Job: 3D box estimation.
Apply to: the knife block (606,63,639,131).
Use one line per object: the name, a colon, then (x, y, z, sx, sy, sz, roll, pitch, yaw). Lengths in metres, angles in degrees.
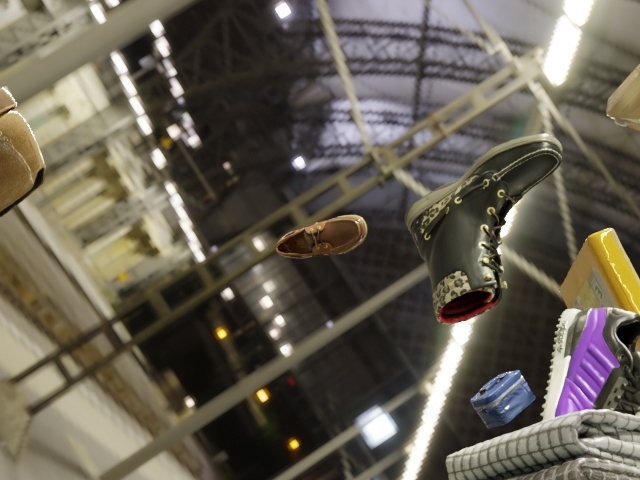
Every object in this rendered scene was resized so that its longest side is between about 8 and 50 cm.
knife block: (0.399, -0.200, 1.207, 0.088, 0.242, 0.275, 25, 3, -11)

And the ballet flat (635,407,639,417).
ballet flat: (0.442, 0.279, 1.854, 0.072, 0.213, 0.068, 62, 19, -10)

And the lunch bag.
lunch bag: (0.293, 0.257, 2.105, 0.065, 0.098, 0.067, 57, -34, -2)

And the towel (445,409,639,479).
towel: (0.312, 0.290, 1.431, 0.235, 0.283, 0.121, -36, -136, 51)

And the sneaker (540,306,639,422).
sneaker: (0.397, 0.216, 1.792, 0.102, 0.146, 0.293, 45, 46, -44)

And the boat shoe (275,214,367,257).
boat shoe: (0.000, 0.000, 2.243, 0.060, 0.178, 0.064, -13, 89, -56)

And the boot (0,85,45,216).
boot: (-0.426, -0.035, 1.342, 0.115, 0.305, 0.112, 59, 10, -9)

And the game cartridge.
game cartridge: (0.499, 0.173, 2.116, 0.285, 0.052, 0.324, 89, -19, -69)

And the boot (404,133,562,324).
boot: (0.221, -0.012, 1.633, 0.085, 0.236, 0.179, 32, 36, -40)
